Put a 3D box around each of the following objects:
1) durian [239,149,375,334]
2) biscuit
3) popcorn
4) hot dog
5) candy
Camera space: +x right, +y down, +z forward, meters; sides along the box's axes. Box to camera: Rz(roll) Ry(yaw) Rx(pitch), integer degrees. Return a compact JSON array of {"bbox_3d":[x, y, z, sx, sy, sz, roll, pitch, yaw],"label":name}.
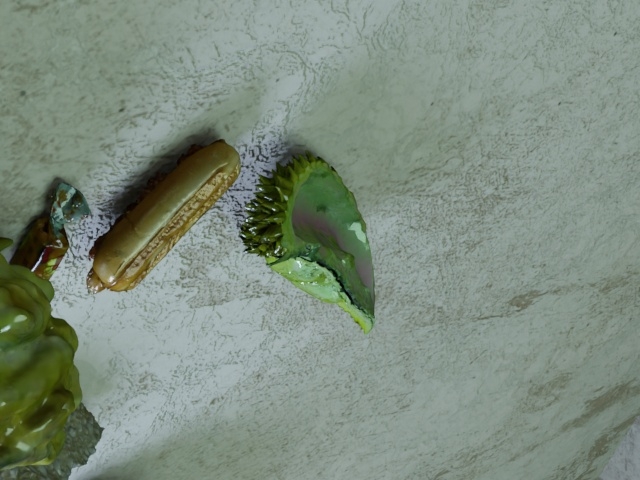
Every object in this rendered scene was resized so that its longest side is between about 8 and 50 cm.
[{"bbox_3d":[0.000,0.000,1.715,0.158,0.169,0.352,-43,148,2],"label":"durian"},{"bbox_3d":[-0.357,0.265,1.654,0.032,0.133,0.250,-24,-162,21],"label":"biscuit"},{"bbox_3d":[-0.390,0.125,1.309,0.312,0.312,0.312,-29,147,-21],"label":"popcorn"},{"bbox_3d":[-0.196,-0.029,1.545,0.249,0.076,0.102,-47,178,-5],"label":"hot dog"},{"bbox_3d":[-0.321,0.013,1.489,0.053,0.046,0.182,3,129,-48],"label":"candy"}]
